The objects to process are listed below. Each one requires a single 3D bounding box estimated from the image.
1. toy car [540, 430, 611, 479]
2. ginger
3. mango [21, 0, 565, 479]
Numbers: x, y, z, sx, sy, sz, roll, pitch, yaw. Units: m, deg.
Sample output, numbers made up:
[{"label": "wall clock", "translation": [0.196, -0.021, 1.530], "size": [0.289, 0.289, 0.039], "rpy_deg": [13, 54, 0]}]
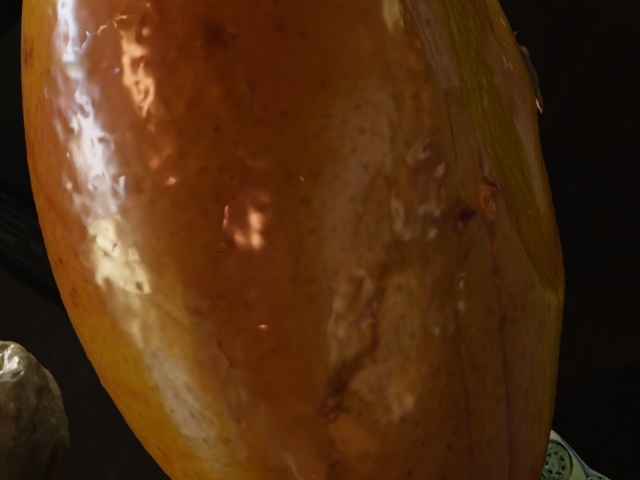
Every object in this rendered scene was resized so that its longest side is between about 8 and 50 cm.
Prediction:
[{"label": "toy car", "translation": [0.227, 0.244, 1.079], "size": [0.076, 0.090, 0.224], "rpy_deg": [-37, 94, -30]}, {"label": "ginger", "translation": [-0.337, 0.219, 1.115], "size": [0.130, 0.275, 0.221], "rpy_deg": [19, 32, 34]}, {"label": "mango", "translation": [0.000, 0.000, 0.403], "size": [0.138, 0.187, 0.257], "rpy_deg": [-7, 91, 33]}]
